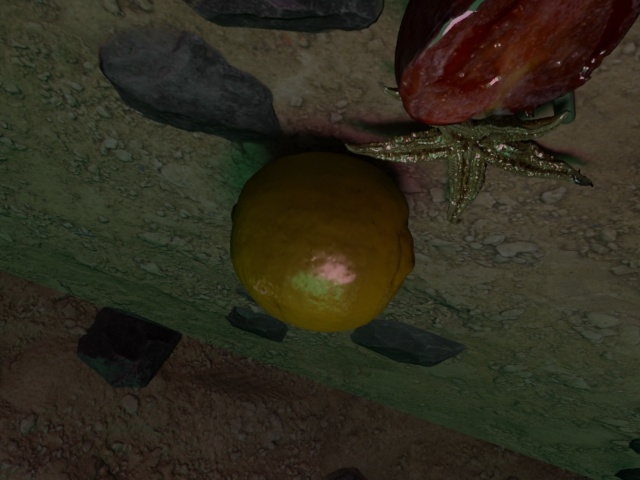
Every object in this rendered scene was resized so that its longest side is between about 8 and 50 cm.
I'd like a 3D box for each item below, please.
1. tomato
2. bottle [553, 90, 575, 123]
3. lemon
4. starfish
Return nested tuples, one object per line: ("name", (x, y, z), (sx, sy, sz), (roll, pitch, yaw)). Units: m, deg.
("tomato", (0.209, -0.281, 0.800), (0.309, 0.170, 0.309), (-19, 152, -11))
("bottle", (0.351, -0.206, 0.995), (0.030, 0.030, 0.083), (2, 147, 24))
("lemon", (0.000, 0.000, 1.241), (0.348, 0.347, 0.348), (13, 151, 7))
("starfish", (0.236, -0.157, 1.089), (0.347, 0.078, 0.358), (-10, 142, 40))
